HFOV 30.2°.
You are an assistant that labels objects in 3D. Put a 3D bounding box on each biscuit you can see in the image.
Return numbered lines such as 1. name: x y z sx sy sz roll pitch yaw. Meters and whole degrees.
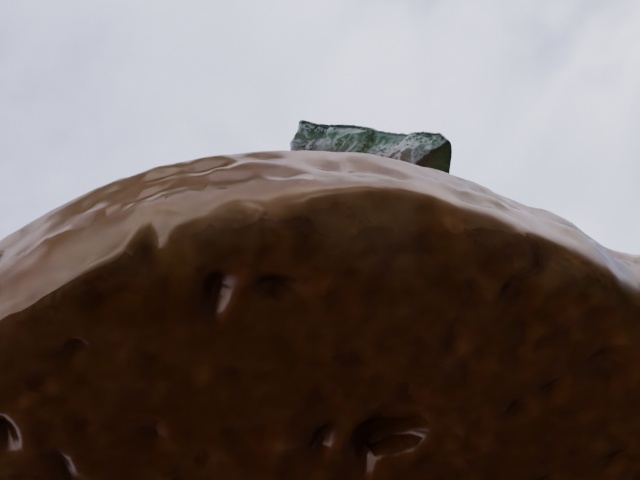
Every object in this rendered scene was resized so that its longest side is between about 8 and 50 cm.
1. biscuit: 0.044 0.140 0.476 0.455 0.078 0.350 32 -69 -25

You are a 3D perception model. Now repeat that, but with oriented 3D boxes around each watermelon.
1. watermelon: 0.008 -0.001 0.622 0.080 0.101 0.155 -34 -38 -22
